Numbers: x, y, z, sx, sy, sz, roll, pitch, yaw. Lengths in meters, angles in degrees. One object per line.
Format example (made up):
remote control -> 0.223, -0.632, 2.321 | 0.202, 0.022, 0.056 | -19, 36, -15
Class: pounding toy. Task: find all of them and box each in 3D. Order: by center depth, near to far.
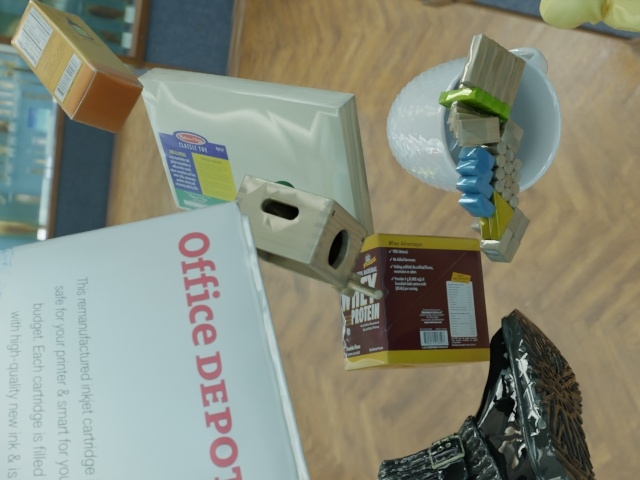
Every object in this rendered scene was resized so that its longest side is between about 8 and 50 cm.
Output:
pounding toy -> 0.010, 0.004, 1.100 | 0.181, 0.206, 0.094 | 18, 81, 26

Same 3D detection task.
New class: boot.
boot -> 0.203, 0.258, 1.147 | 0.260, 0.131, 0.348 | -37, 19, 25

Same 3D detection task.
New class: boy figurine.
boy figurine -> 0.433, -0.339, 1.197 | 0.177, 0.285, 0.092 | -105, 17, -54

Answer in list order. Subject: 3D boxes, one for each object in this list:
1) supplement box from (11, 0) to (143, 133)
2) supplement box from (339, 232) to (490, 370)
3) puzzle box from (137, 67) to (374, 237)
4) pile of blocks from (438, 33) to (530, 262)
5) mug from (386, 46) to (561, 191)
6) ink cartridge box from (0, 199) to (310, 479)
supplement box -> -0.327, -0.235, 1.157 | 0.233, 0.078, 0.080 | 48, 113, 38
supplement box -> 0.142, 0.098, 1.356 | 0.129, 0.191, 0.194 | -24, 66, 60
puzzle box -> -0.109, -0.140, 1.455 | 0.409, 0.052, 0.272 | 14, 133, 30
pile of blocks -> 0.247, -0.144, 1.419 | 0.113, 0.149, 0.362 | 3, 97, 56
mug -> 0.320, -0.269, 1.819 | 0.374, 0.276, 0.328 | -46, 20, -12
ink cartridge box -> -0.167, 0.122, 0.479 | 0.131, 0.306, 0.226 | 86, 172, -47
